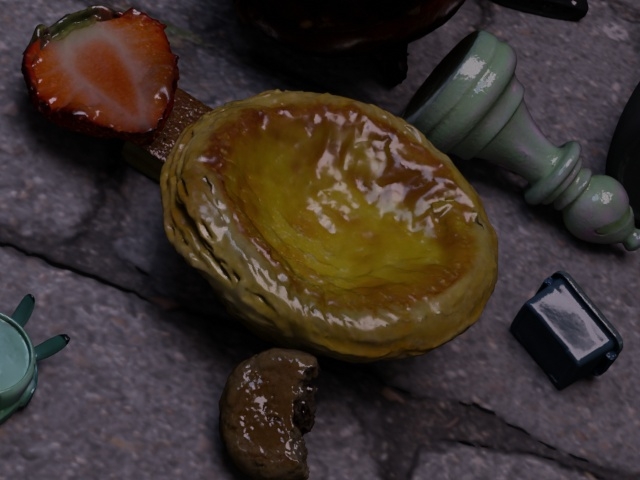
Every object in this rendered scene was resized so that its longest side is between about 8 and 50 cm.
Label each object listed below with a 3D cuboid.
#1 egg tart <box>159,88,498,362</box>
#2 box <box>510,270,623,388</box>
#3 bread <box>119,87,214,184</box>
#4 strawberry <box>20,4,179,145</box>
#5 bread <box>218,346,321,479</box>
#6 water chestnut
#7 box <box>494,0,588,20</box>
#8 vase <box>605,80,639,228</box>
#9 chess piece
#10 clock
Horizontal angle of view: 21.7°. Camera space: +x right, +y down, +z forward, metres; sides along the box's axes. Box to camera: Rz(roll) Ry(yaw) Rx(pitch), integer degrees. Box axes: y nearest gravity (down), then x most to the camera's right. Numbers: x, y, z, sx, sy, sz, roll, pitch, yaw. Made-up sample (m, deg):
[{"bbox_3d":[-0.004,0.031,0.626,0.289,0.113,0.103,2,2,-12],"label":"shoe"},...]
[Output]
[{"bbox_3d":[0.000,0.000,1.485,0.319,0.128,0.319,14,46,-16],"label":"egg tart"},{"bbox_3d":[0.227,0.088,1.568,0.054,0.074,0.099,-30,70,-25],"label":"box"},{"bbox_3d":[-0.126,-0.090,1.555,0.090,0.035,0.094,32,47,1],"label":"bread"},{"bbox_3d":[-0.188,-0.140,1.513,0.146,0.082,0.187,-28,50,-15],"label":"strawberry"},{"bbox_3d":[-0.042,0.144,1.380,0.082,0.060,0.113,7,77,12],"label":"bread"},{"bbox_3d":[0.037,-0.285,1.672,0.300,0.300,0.300,14,49,-16],"label":"water chestnut"},{"bbox_3d":[0.244,-0.313,1.928,0.126,0.027,0.125,10,50,-20],"label":"box"},{"bbox_3d":[0.409,-0.157,1.799,0.173,0.173,0.321,26,42,-5],"label":"vase"},{"bbox_3d":[0.221,-0.080,1.675,0.271,0.139,0.139,38,46,-9],"label":"chess piece"},{"bbox_3d":[-0.270,0.095,1.329,0.101,0.041,0.135,46,48,13],"label":"clock"}]
